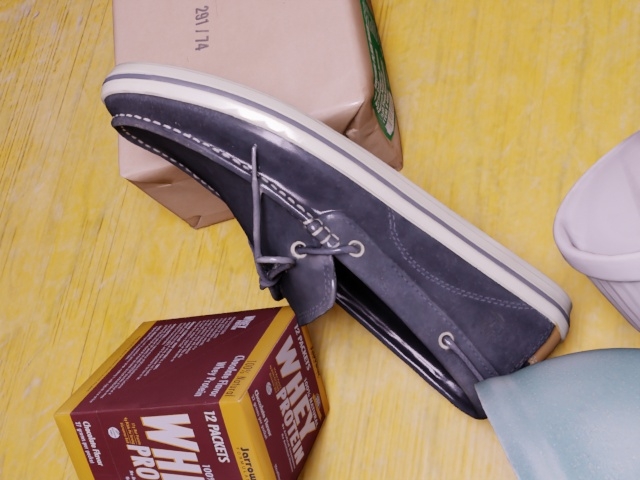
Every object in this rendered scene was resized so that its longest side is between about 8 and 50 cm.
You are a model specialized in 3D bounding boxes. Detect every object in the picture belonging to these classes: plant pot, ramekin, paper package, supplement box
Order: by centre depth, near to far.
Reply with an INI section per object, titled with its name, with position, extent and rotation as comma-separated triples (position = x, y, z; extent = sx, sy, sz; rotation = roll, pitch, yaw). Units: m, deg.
[plant pot]
position = 0.273, 0.201, 0.642
extent = 0.196, 0.293, 0.293
rotation = -27, 62, 6
[ramekin]
position = 0.351, -0.020, 0.722
extent = 0.273, 0.273, 0.127
rotation = -32, 106, 11
[supplement box]
position = -0.117, 0.170, 0.843
extent = 0.194, 0.191, 0.129
rotation = -8, 109, 19
[paper package]
position = -0.082, -0.216, 1.016
extent = 0.310, 0.168, 0.324
rotation = -16, 64, 16

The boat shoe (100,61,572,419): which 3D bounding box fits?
[boat shoe]
position = 0.000, 0.000, 0.794
extent = 0.500, 0.187, 0.156
rotation = 33, 80, -5
